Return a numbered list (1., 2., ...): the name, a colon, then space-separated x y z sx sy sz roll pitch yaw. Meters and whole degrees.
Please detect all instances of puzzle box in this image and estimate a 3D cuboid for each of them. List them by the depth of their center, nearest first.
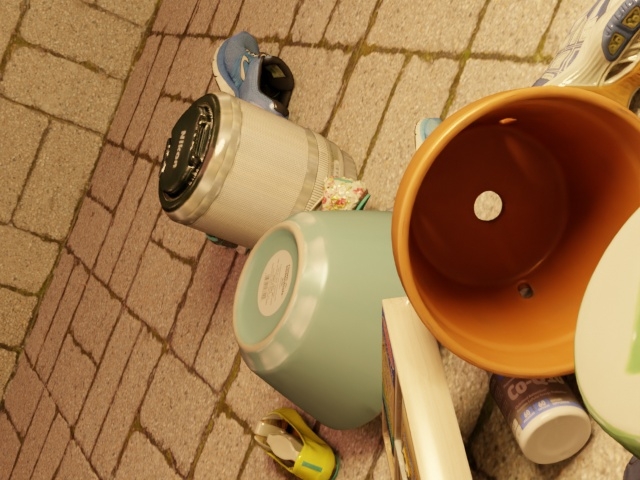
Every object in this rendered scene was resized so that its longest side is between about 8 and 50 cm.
1. puzzle box: 0.120 0.295 1.082 0.272 0.052 0.409 87 175 -46

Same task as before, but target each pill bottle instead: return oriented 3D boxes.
1. pill bottle: 0.227 0.165 1.111 0.078 0.078 0.137 -56 31 23

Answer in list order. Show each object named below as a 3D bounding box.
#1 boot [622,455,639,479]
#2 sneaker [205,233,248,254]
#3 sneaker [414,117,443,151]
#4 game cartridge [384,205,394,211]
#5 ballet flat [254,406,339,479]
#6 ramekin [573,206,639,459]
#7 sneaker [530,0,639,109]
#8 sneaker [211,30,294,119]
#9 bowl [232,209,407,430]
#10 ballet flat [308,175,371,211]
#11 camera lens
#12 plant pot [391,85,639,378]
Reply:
1. boot: 0.297 0.264 0.946 0.190 0.069 0.086 -56 22 7
2. sneaker: -0.191 -0.020 1.974 0.166 0.076 0.065 11 80 62
3. sneaker: 0.171 -0.119 1.436 0.073 0.063 0.162 -10 36 10
4. game cartridge: 0.087 0.092 1.438 0.196 0.060 0.294 -33 44 54
5. ballet flat: -0.053 0.292 1.519 0.231 0.077 0.077 21 91 62
6. ramekin: 0.345 0.068 0.813 0.303 0.148 0.303 -45 25 28
7. sneaker: 0.315 -0.193 1.198 0.296 0.112 0.131 -47 18 33
8. sneaker: -0.115 -0.308 2.017 0.147 0.130 0.330 -38 42 22
9. bowl: -0.006 0.084 1.381 0.311 0.163 0.311 -40 40 45
10. ballet flat: 0.000 0.000 1.591 0.241 0.077 0.091 -64 -8 25
11. camera lens: -0.107 -0.099 1.668 0.219 0.274 0.219 -40 39 43
12. plant pot: 0.206 -0.022 1.097 0.203 0.291 0.290 -122 56 -77
